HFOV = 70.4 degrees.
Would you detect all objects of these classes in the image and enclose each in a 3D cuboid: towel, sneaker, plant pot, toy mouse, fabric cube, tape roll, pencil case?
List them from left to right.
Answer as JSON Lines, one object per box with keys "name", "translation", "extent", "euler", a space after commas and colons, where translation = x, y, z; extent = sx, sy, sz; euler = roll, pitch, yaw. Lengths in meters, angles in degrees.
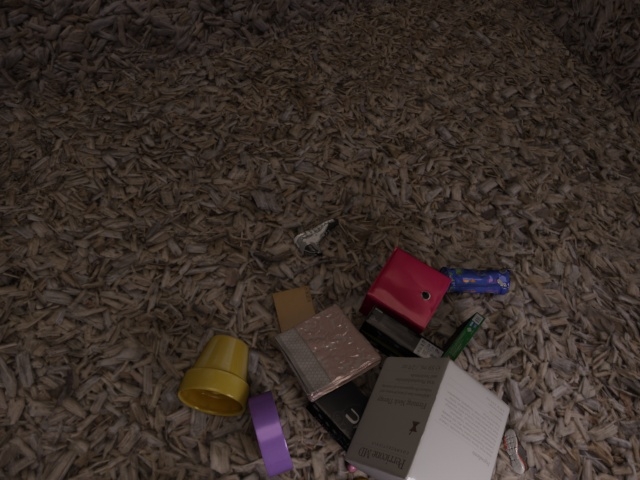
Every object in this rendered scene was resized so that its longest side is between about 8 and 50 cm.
{"name": "plant pot", "translation": [-0.379, 0.502, 1.719], "extent": [0.254, 0.254, 0.239], "euler": [10, 48, 1]}
{"name": "tape roll", "translation": [-0.178, 0.683, 1.615], "extent": [0.090, 0.274, 0.274], "euler": [-17, 67, -11]}
{"name": "sneaker", "translation": [0.000, 0.000, 2.063], "extent": [0.229, 0.086, 0.132], "euler": [-26, 74, -4]}
{"name": "towel", "translation": [0.019, 0.422, 1.778], "extent": [0.317, 0.053, 0.332], "euler": [-24, 44, -19]}
{"name": "toy mouse", "translation": [0.158, 0.848, 1.695], "extent": [0.161, 0.031, 0.143], "euler": [16, 65, 4]}
{"name": "fabric cube", "translation": [0.343, 0.227, 1.875], "extent": [0.258, 0.259, 0.254], "euler": [32, 68, 11]}
{"name": "pencil case", "translation": [0.680, 0.179, 1.994], "extent": [0.306, 0.133, 0.119], "euler": [2, 98, -2]}
{"name": "sneaker", "translation": [0.760, 0.812, 1.752], "extent": [0.065, 0.061, 0.157], "euler": [10, 62, -30]}

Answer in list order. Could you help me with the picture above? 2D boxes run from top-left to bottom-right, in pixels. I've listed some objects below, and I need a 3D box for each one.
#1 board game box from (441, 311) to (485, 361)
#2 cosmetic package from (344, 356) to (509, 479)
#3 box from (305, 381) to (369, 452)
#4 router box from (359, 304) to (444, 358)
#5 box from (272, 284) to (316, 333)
{"name": "board game box", "translation": [0.519, 0.441, 1.812], "extent": [0.046, 0.213, 0.317], "euler": [40, 68, 14]}
{"name": "cosmetic package", "translation": [0.360, 0.645, 1.523], "extent": [0.327, 0.329, 0.393], "euler": [40, 61, -18]}
{"name": "box", "translation": [0.102, 0.657, 1.707], "extent": [0.270, 0.143, 0.165], "euler": [42, 58, 15]}
{"name": "router box", "translation": [0.306, 0.404, 1.799], "extent": [0.309, 0.243, 0.081], "euler": [33, 67, 10]}
{"name": "box", "translation": [-0.106, 0.303, 1.938], "extent": [0.165, 0.021, 0.201], "euler": [-12, 67, -10]}
